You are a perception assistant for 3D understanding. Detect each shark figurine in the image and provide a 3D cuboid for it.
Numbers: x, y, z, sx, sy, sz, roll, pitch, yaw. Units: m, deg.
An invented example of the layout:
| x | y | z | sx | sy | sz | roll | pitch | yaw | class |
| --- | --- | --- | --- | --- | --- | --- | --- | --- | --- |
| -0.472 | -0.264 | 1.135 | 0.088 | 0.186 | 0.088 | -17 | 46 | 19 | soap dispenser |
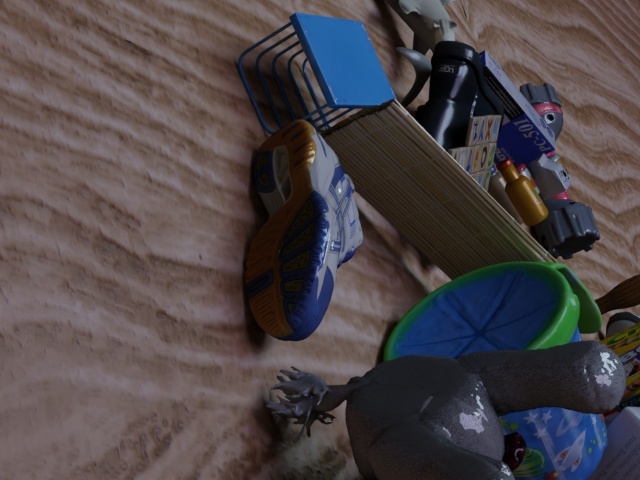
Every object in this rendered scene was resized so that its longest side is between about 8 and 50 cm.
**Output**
| x | y | z | sx | sy | sz | roll | pitch | yaw | class |
| --- | --- | --- | --- | --- | --- | --- | --- | --- | --- |
| 0.154 | -0.296 | 1.900 | 0.166 | 0.116 | 0.278 | 6 | 45 | -19 | shark figurine |

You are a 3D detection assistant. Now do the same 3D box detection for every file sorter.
| x | y | z | sx | sy | sz | roll | pitch | yaw | class |
| --- | --- | --- | --- | --- | --- | --- | --- | --- | --- |
| -0.004 | -0.196 | 1.534 | 0.170 | 0.104 | 0.118 | -11 | 76 | -61 | file sorter |

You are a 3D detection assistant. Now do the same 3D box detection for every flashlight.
| x | y | z | sx | sy | sz | roll | pitch | yaw | class |
| --- | --- | --- | --- | --- | --- | --- | --- | --- | --- |
| 0.391 | -0.120 | 2.120 | 0.103 | 0.103 | 0.304 | -1 | 57 | -22 | flashlight |

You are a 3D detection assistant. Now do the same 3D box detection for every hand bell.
| x | y | z | sx | sy | sz | roll | pitch | yaw | class |
| --- | --- | --- | --- | --- | --- | --- | --- | --- | --- |
| 0.383 | 0.100 | 1.782 | 0.126 | 0.242 | 0.126 | 41 | 35 | -37 | hand bell |

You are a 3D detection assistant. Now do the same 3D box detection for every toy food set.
| x | y | z | sx | sy | sz | roll | pitch | yaw | class |
| --- | --- | --- | --- | --- | --- | --- | --- | --- | --- |
| 0.309 | -0.098 | 1.964 | 0.104 | 0.111 | 0.232 | 58 | 32 | -9 | toy food set |

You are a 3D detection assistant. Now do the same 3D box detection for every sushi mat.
| x | y | z | sx | sy | sz | roll | pitch | yaw | class |
| --- | --- | --- | --- | --- | --- | --- | --- | --- | --- |
| 0.139 | -0.044 | 1.560 | 0.316 | 0.151 | 0.019 | 42 | 51 | -22 | sushi mat |

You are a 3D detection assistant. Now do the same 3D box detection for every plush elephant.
| x | y | z | sx | sy | sz | roll | pitch | yaw | class |
| --- | --- | --- | --- | --- | --- | --- | --- | --- | --- |
| 0.112 | 0.256 | 1.214 | 0.272 | 0.330 | 0.255 | -44 | 128 | -48 | plush elephant |

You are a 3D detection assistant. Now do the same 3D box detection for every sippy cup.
| x | y | z | sx | sy | sz | roll | pitch | yaw | class |
| --- | --- | --- | --- | --- | --- | --- | --- | --- | --- |
| 0.223 | 0.181 | 1.484 | 0.224 | 0.305 | 0.240 | 61 | -1 | -23 | sippy cup |

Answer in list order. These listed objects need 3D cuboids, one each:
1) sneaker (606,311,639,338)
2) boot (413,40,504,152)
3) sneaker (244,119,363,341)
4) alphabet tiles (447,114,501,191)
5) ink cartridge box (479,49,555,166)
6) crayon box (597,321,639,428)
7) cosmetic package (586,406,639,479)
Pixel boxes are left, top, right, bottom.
| x | y | z | sx | sy | sz | roll | pitch | yaw | class |
| --- | --- | --- | --- | --- | --- | --- | --- | --- | --- |
| 0.529 | 0.240 | 2.064 | 0.108 | 0.100 | 0.271 | 15 | 54 | -48 | sneaker |
| 0.181 | -0.136 | 1.788 | 0.246 | 0.094 | 0.207 | 56 | 49 | -62 | boot |
| 0.000 | 0.000 | 1.367 | 0.131 | 0.112 | 0.296 | 42 | 35 | -34 | sneaker |
| 0.199 | -0.072 | 1.722 | 0.237 | 0.009 | 0.198 | -18 | 119 | -68 | alphabet tiles |
| 0.282 | -0.204 | 2.027 | 0.207 | 0.097 | 0.046 | 44 | 33 | -32 | ink cartridge box |
| 0.519 | 0.177 | 1.770 | 0.106 | 0.363 | 0.313 | 60 | 19 | -6 | crayon box |
| 0.476 | 0.432 | 1.489 | 0.453 | 0.230 | 0.161 | 48 | 19 | 30 | cosmetic package |
